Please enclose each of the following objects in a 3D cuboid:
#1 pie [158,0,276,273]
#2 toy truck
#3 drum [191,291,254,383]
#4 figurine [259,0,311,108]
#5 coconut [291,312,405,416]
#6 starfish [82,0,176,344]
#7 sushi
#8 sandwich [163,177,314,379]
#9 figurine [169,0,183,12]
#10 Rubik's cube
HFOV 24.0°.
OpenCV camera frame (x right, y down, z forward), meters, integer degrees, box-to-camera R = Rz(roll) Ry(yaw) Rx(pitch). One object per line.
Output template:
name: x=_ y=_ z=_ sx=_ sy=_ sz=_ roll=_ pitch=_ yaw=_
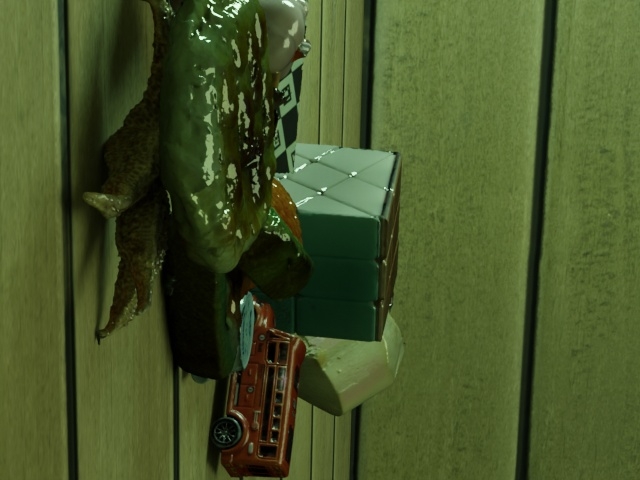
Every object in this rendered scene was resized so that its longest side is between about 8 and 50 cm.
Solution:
pie: x=-0.093 y=-0.112 z=1.472 sx=0.306 sy=0.071 sz=0.306 roll=1 pitch=90 yaw=-76
toy truck: x=-0.084 y=0.208 z=2.147 sx=0.107 sy=0.114 sz=0.253 roll=72 pitch=23 yaw=-68
drum: x=-0.130 y=0.119 z=1.995 sx=0.253 sy=0.049 sz=0.130 roll=18 pitch=76 yaw=-83
figurine: x=-0.083 y=-0.253 z=1.759 sx=0.229 sy=0.137 sz=0.112 roll=56 pitch=-12 yaw=46
coconut: x=0.018 y=0.189 z=2.601 sx=0.241 sy=0.241 sz=0.241 roll=3 pitch=90 yaw=-83
starfish: x=-0.169 y=-0.039 z=1.473 sx=0.301 sy=0.084 sz=0.293 roll=80 pitch=19 yaw=-49
sushi: x=-0.103 y=-0.238 z=2.063 sx=0.264 sy=0.050 sz=0.290 roll=-4 pitch=99 yaw=-64
sandwich: x=-0.087 y=0.016 z=1.854 sx=0.301 sy=0.162 sz=0.250 roll=-70 pitch=166 yaw=-59
figurine: x=-0.135 y=-0.256 z=1.685 sx=0.077 sy=0.079 sz=0.136 roll=37 pitch=-36 yaw=46
Rubik's cube: x=0.000 y=0.000 z=2.289 sx=0.221 sy=0.231 sz=0.225 roll=-74 pitch=167 yaw=-58
